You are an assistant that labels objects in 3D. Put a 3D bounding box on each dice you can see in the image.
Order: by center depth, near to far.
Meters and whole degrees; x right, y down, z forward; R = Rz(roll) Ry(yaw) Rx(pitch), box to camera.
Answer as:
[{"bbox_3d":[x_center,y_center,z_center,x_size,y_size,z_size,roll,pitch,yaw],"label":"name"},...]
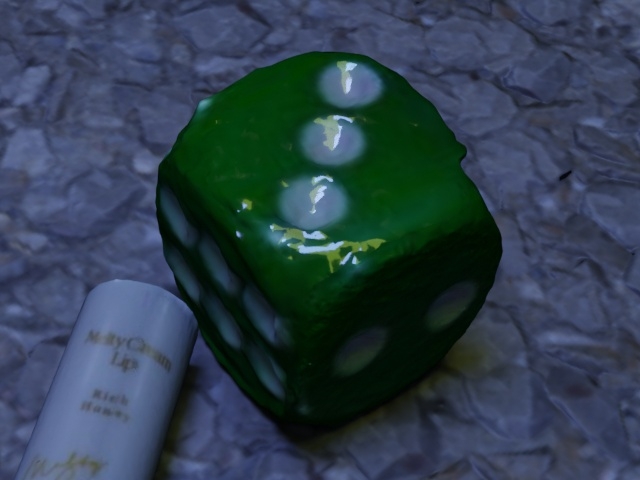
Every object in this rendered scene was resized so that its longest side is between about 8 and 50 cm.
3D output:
[{"bbox_3d":[0.000,0.000,0.636,0.120,0.131,0.128,-28,59,-24],"label":"dice"}]

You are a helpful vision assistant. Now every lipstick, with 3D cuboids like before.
[{"bbox_3d":[-0.108,0.130,0.557,0.059,0.059,0.264,11,49,3],"label":"lipstick"}]
